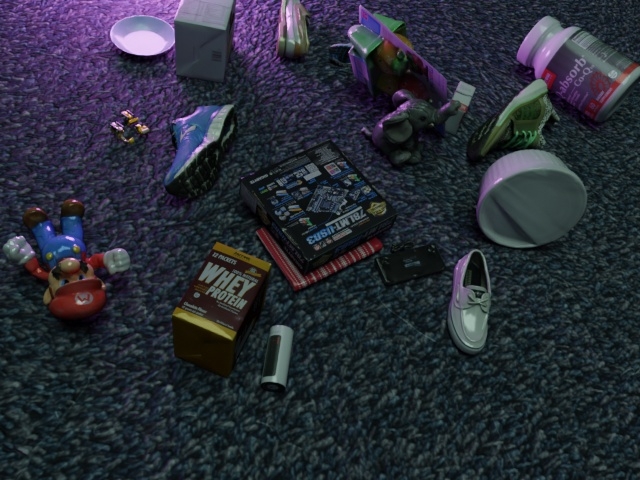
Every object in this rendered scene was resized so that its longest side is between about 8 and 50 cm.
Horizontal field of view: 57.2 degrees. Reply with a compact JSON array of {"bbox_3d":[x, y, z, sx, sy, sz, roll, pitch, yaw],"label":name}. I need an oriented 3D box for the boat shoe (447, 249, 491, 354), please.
[{"bbox_3d":[0.372,0.142,1.427,0.096,0.088,0.267,16,53,0],"label":"boat shoe"}]

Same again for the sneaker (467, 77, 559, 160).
[{"bbox_3d":[0.616,-0.342,1.802,0.410,0.158,0.182,-41,88,-27],"label":"sneaker"}]

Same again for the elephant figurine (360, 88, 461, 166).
[{"bbox_3d":[0.248,-0.340,1.649,0.186,0.239,0.169,-12,59,-18],"label":"elephant figurine"}]

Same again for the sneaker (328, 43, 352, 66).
[{"bbox_3d":[0.114,-0.620,1.937,0.191,0.071,0.083,4,48,-19],"label":"sneaker"}]

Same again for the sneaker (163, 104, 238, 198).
[{"bbox_3d":[-0.337,-0.240,1.550,0.147,0.130,0.330,9,49,13],"label":"sneaker"}]

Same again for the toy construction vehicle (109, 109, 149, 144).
[{"bbox_3d":[-0.523,-0.304,1.600,0.098,0.035,0.086,35,45,10],"label":"toy construction vehicle"}]

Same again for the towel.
[{"bbox_3d":[0.000,0.000,1.488,0.275,0.031,0.199,-25,63,-25],"label":"towel"}]

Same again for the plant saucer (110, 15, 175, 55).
[{"bbox_3d":[-0.544,-0.621,1.813,0.195,0.037,0.195,5,55,-7],"label":"plant saucer"}]

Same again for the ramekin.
[{"bbox_3d":[0.542,-0.117,1.548,0.273,0.273,0.127,8,42,-6],"label":"ramekin"}]

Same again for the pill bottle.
[{"bbox_3d":[0.857,-0.578,1.964,0.210,0.210,0.363,-36,68,-30],"label":"pill bottle"}]

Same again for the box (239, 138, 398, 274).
[{"bbox_3d":[-0.006,-0.095,1.490,0.295,0.073,0.293,-29,66,-27],"label":"box"}]

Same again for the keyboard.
[{"bbox_3d":[0.226,0.050,1.505,0.180,0.023,0.108,-12,65,-20],"label":"keyboard"}]

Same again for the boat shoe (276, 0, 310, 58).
[{"bbox_3d":[-0.086,-0.720,1.940,0.103,0.113,0.302,6,65,-9],"label":"boat shoe"}]

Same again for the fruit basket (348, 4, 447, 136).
[{"bbox_3d":[0.235,-0.478,1.721,0.165,0.327,0.353,-36,70,-2],"label":"fruit basket"}]

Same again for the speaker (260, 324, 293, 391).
[{"bbox_3d":[-0.093,0.254,1.274,0.055,0.055,0.136,11,54,-4],"label":"speaker"}]

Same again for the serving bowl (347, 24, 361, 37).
[{"bbox_3d":[0.137,-0.718,2.028,0.083,0.027,0.083,6,53,-8],"label":"serving bowl"}]

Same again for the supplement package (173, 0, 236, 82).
[{"bbox_3d":[-0.343,-0.623,1.758,0.149,0.194,0.203,9,54,-6],"label":"supplement package"}]

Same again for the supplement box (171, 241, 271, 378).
[{"bbox_3d":[-0.207,0.148,1.240,0.129,0.191,0.194,22,53,4],"label":"supplement box"}]

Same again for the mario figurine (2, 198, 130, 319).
[{"bbox_3d":[-0.544,0.028,1.266,0.198,0.170,0.320,-38,56,6],"label":"mario figurine"}]

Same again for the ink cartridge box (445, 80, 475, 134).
[{"bbox_3d":[0.426,-0.412,1.825,0.056,0.099,0.135,24,54,6],"label":"ink cartridge box"}]
